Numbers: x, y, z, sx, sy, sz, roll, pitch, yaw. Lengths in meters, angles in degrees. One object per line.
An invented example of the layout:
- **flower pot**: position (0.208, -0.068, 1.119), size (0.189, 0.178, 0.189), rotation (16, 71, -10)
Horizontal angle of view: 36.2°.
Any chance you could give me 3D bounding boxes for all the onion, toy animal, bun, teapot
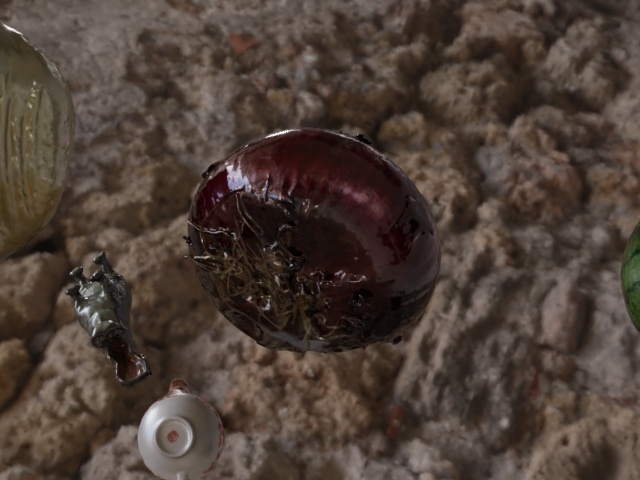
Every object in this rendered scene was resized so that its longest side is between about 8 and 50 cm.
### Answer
- **onion**: position (0.000, 0.000, 1.168), size (0.232, 0.313, 0.314), rotation (-57, -18, -45)
- **toy animal**: position (-0.425, 0.150, 1.941), size (0.106, 0.343, 0.168), rotation (-31, -58, -2)
- **bun**: position (-0.497, -0.130, 1.228), size (0.219, 0.365, 0.365), rotation (45, 125, 55)
- **teapot**: position (-0.256, 0.376, 1.803), size (0.116, 0.159, 0.246), rotation (124, 144, -78)

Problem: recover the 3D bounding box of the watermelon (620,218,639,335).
- **watermelon**: position (0.358, 0.035, 0.866), size (0.188, 0.188, 0.215), rotation (-61, 8, -34)
